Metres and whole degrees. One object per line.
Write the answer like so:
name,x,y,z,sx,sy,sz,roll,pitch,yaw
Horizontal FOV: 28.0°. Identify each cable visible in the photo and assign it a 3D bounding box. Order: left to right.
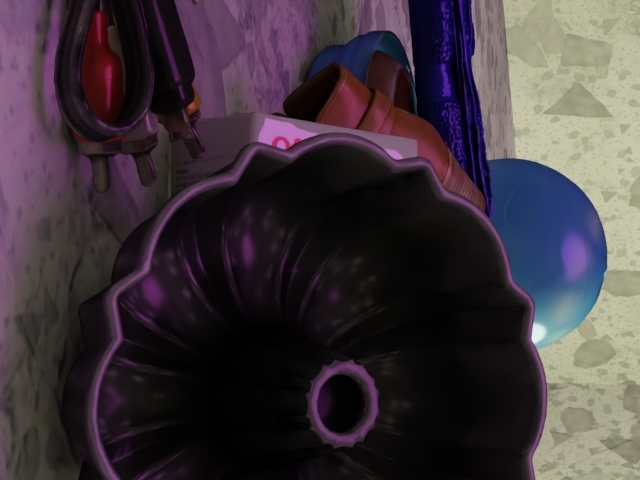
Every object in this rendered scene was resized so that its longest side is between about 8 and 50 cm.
cable,-0.141,-0.169,0.787,0.139,0.072,0.287,-29,106,-55

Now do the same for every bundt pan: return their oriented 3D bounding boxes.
bundt pan,-0.017,0.102,0.818,0.331,0.124,0.331,3,85,-32

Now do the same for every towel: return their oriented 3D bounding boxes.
towel,0.146,-0.160,1.447,0.227,0.076,0.308,-58,143,-80

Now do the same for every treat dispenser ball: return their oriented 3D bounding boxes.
treat dispenser ball,0.277,0.023,1.891,0.288,0.288,0.288,0,90,-76

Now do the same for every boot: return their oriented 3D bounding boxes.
boot,0.000,0.000,1.137,0.220,0.283,0.109,38,8,-37

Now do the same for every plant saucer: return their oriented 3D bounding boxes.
plant saucer,0.075,-0.112,1.320,0.168,0.029,0.168,-1,90,-75

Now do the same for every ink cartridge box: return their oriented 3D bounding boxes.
ink cartridge box,-0.019,0.031,0.966,0.172,0.100,0.237,5,84,-42

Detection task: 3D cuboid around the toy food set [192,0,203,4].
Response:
toy food set,-0.074,-0.259,0.811,0.132,0.038,0.192,-46,120,-53

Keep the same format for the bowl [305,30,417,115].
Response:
bowl,0.049,-0.035,1.429,0.391,0.077,0.391,-1,90,-76
